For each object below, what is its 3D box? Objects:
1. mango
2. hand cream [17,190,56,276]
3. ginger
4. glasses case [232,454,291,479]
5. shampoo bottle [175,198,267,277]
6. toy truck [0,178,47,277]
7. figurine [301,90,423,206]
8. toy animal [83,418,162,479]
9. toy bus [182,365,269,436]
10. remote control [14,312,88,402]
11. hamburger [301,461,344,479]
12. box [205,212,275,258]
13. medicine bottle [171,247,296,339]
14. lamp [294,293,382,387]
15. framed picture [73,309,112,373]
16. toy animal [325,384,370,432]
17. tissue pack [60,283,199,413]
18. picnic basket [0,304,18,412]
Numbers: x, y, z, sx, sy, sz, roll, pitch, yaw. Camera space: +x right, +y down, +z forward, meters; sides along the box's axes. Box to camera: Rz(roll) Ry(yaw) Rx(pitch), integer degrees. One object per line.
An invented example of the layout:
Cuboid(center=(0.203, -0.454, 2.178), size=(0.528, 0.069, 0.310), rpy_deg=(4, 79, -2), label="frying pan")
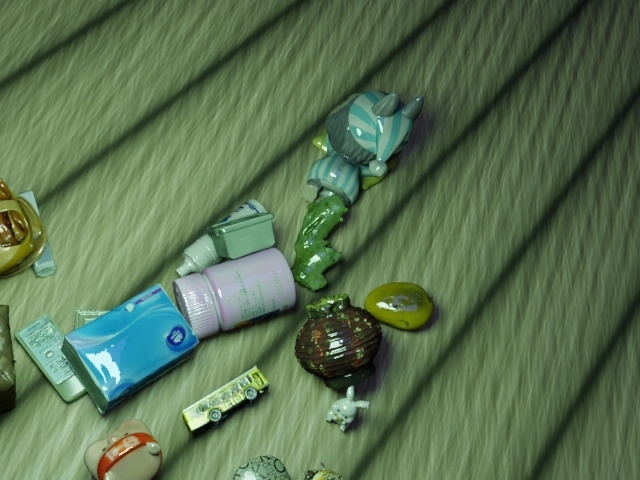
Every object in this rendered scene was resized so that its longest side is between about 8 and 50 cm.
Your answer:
Cuboid(center=(0.221, 0.184, 1.985), size=(0.195, 0.098, 0.137), rpy_deg=(1, 68, -7), label="mango")
Cuboid(center=(-0.770, -0.021, 1.887), size=(0.079, 0.048, 0.255), rpy_deg=(-26, 71, -9), label="hand cream")
Cuboid(center=(-0.002, 0.005, 2.011), size=(0.137, 0.089, 0.289), rpy_deg=(-1, 67, 26), label="ginger")
Cuboid(center=(-0.096, 0.685, 1.665), size=(0.137, 0.085, 0.354), rpy_deg=(-17, 69, -21), label="glasses case")
Cuboid(center=(-0.279, 0.003, 1.964), size=(0.092, 0.092, 0.303), rpy_deg=(45, 64, 11), label="shampoo bottle")
Cuboid(center=(-0.827, -0.027, 1.763), size=(0.204, 0.211, 0.288), rpy_deg=(-32, 65, -3), label="toy truck")
Cuboid(center=(0.119, -0.310, 2.052), size=(0.266, 0.377, 0.361), rpy_deg=(28, 60, 2), label="figurine")
Cuboid(center=(-0.446, 0.505, 1.612), size=(0.171, 0.197, 0.171), rpy_deg=(7, 64, -15), label="toy animal")
Cuboid(center=(-0.237, 0.410, 1.780), size=(0.226, 0.081, 0.074), rpy_deg=(-30, 69, -21), label="toy bus")
Cuboid(center=(-0.657, 0.293, 1.762), size=(0.098, 0.038, 0.233), rpy_deg=(-36, 76, -27), label="remote control")
Cuboid(center=(0.022, 0.628, 1.680), size=(0.164, 0.093, 0.189), rpy_deg=(4, 56, -59), label="hamburger")
Cuboid(center=(-0.207, -0.011, 1.889), size=(0.172, 0.124, 0.092), rpy_deg=(-18, 101, -27), label="box")
Cuboid(center=(-0.225, 0.140, 1.858), size=(0.291, 0.178, 0.178), rpy_deg=(-19, 69, -20), label="medicine bottle")
Cuboid(center=(0.047, 0.256, 1.831), size=(0.247, 0.247, 0.246), rpy_deg=(5, 63, -10), label="lamp")
Cuboid(center=(-0.510, 0.258, 1.806), size=(0.232, 0.010, 0.173), rpy_deg=(2, 62, -23), label="framed picture")
Cuboid(center=(0.065, 0.436, 1.806), size=(0.085, 0.124, 0.071), rpy_deg=(-34, 71, -27), label="toy animal")
Cuboid(center=(-0.465, 0.258, 1.729), size=(0.263, 0.146, 0.198), rpy_deg=(-31, 79, -34), label="tissue pack")
Cuboid(center=(-0.850, 0.279, 1.580), size=(0.321, 0.291, 0.254), rpy_deg=(-1, 64, -23), label="picnic basket")
